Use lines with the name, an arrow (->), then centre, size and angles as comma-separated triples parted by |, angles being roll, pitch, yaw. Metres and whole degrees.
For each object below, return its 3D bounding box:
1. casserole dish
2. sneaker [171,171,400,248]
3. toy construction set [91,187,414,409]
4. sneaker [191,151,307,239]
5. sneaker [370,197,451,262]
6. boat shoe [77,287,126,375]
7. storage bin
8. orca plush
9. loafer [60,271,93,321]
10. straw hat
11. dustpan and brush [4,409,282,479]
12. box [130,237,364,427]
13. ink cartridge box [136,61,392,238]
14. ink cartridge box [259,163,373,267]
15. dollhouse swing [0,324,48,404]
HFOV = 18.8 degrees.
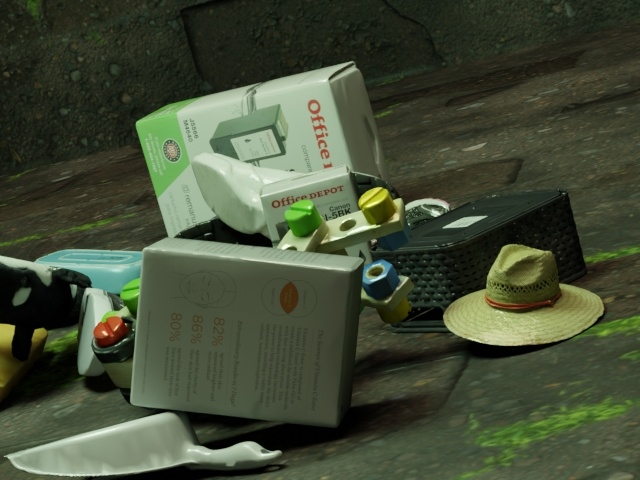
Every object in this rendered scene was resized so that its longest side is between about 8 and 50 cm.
casserole dish -> -0.277, 0.037, 2.387 | 0.188, 0.037, 0.114 | 3, 12, 23
sneaker -> -0.043, -0.018, 2.267 | 0.283, 0.107, 0.124 | -15, 5, 5
toy construction set -> -0.078, 0.061, 1.737 | 0.328, 0.151, 0.215 | -16, 31, 47
sneaker -> -0.051, -0.053, 2.164 | 0.212, 0.080, 0.094 | 29, 53, 35
sneaker -> 0.069, 0.013, 2.055 | 0.178, 0.072, 0.077 | -23, 8, 40
boat shoe -> -0.209, 0.096, 1.991 | 0.076, 0.080, 0.228 | 10, 2, -10
storage bin -> 0.150, 0.018, 1.825 | 0.180, 0.084, 0.122 | -23, 13, -40
orca plush -> -0.323, 0.073, 2.021 | 0.151, 0.102, 0.287 | 10, -3, -7
loafer -> -0.379, 0.073, 2.327 | 0.223, 0.076, 0.078 | -6, 6, 27
straw hat -> 0.175, 0.035, 1.671 | 0.144, 0.061, 0.144 | -3, 21, 1
dustpan and brush -> -0.124, 0.168, 1.534 | 0.211, 0.060, 0.147 | -17, -5, 29
box -> -0.057, 0.072, 1.559 | 0.170, 0.130, 0.091 | 6, 6, 6
ink cartridge box -> -0.068, -0.095, 2.429 | 0.273, 0.198, 0.115 | -12, 11, 23
ink cartridge box -> 0.000, 0.000, 1.994 | 0.099, 0.135, 0.056 | -15, 11, 3
dollhouse swing -> -0.515, 0.170, 2.059 | 0.315, 0.305, 0.347 | -56, 4, 12
